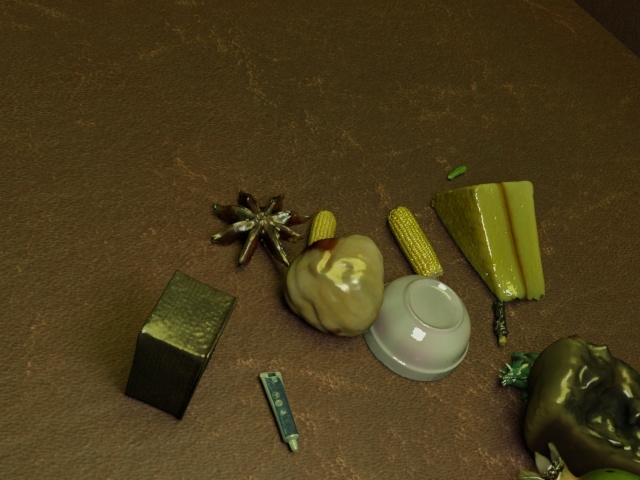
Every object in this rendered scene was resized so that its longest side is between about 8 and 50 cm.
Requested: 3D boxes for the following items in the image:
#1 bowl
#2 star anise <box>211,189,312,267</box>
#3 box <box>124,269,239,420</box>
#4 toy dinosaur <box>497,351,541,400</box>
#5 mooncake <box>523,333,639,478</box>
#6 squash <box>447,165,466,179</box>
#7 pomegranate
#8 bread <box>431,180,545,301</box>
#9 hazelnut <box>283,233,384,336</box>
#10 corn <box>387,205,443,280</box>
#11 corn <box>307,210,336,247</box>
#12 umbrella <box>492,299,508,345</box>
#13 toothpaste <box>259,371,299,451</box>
[{"bbox_3d":[0.260,0.200,1.868,0.287,0.144,0.287,11,49,-13],"label":"bowl"},{"bbox_3d":[-0.151,-0.036,1.924,0.288,0.088,0.288,2,48,-2],"label":"star anise"},{"bbox_3d":[-0.293,0.221,1.526,0.143,0.273,0.184,24,47,-3],"label":"box"},{"bbox_3d":[0.584,0.349,1.926,0.292,0.079,0.120,3,53,-25],"label":"toy dinosaur"},{"bbox_3d":[0.672,0.407,1.697,0.394,0.393,0.246,56,40,-24],"label":"mooncake"},{"bbox_3d":[0.436,-0.219,2.367,0.089,0.027,0.027,-28,67,-34],"label":"squash"},{"bbox_3d":[0.593,0.593,1.571,0.290,0.291,0.323,-20,84,-34],"label":"pomegranate"},{"bbox_3d":[0.507,0.015,2.186,0.233,0.245,0.362,-7,86,-29],"label":"bread"},{"bbox_3d":[0.048,0.112,1.814,0.261,0.241,0.261,-2,71,5],"label":"hazelnut"},{"bbox_3d":[0.264,0.010,2.067,0.081,0.081,0.248,-9,57,-29],"label":"corn"},{"bbox_3d":[0.000,0.000,1.975,0.067,0.067,0.206,20,50,-7],"label":"corn"},{"bbox_3d":[0.493,0.224,2.015,0.040,0.037,0.144,20,45,-13],"label":"umbrella"},{"bbox_3d":[-0.086,0.379,1.645,0.057,0.035,0.197,2,49,-33],"label":"toothpaste"}]
